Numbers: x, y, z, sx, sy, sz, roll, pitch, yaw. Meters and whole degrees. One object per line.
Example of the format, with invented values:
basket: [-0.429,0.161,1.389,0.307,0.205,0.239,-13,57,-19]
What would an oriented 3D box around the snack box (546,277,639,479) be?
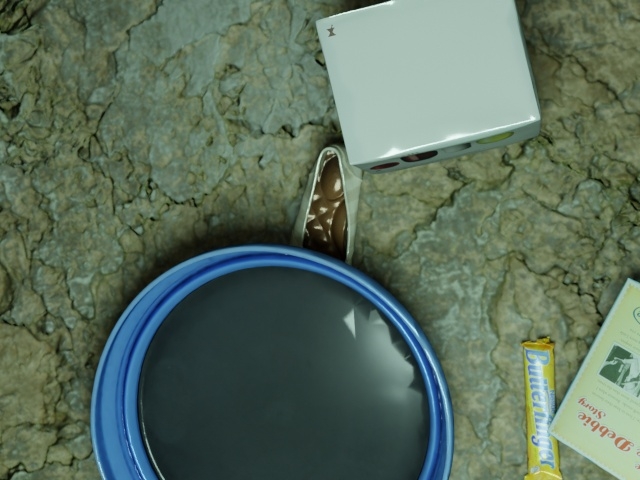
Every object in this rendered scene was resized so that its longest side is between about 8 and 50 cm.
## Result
snack box: [0.396,0.189,1.364,0.322,0.060,0.187,32,98,39]

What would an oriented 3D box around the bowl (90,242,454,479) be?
bowl: [-0.049,0.193,1.478,0.391,0.077,0.391,2,99,12]

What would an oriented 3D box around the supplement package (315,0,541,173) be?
supplement package: [0.117,-0.162,1.415,0.194,0.203,0.149,-13,88,9]

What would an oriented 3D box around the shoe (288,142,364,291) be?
shoe: [0.000,0.000,1.505,0.077,0.058,0.219,9,91,9]

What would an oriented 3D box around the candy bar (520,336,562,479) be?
candy bar: [0.236,0.184,1.491,0.040,0.018,0.161,-2,90,8]
